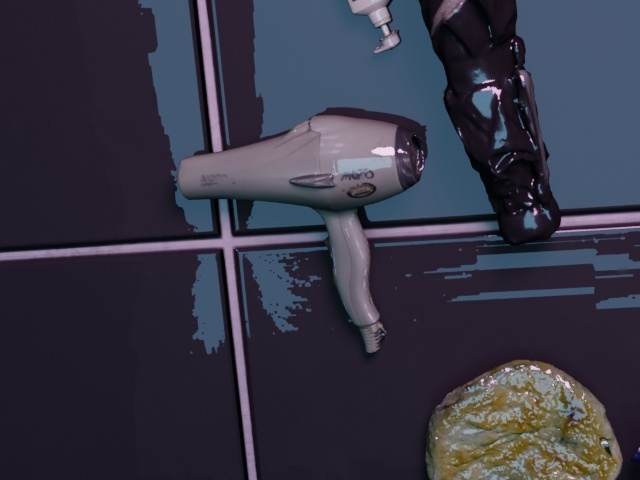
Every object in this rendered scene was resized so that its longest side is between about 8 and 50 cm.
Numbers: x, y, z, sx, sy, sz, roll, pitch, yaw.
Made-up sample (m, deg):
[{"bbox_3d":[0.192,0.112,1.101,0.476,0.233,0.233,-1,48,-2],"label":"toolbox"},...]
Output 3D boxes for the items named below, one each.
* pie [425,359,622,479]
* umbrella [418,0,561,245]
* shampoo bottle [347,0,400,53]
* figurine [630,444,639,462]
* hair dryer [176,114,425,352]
[{"bbox_3d":[0.188,0.202,0.967,0.187,0.041,0.186,2,101,8],"label":"pie"},{"bbox_3d":[0.145,-0.166,0.867,0.106,0.113,0.357,-9,107,37],"label":"umbrella"},{"bbox_3d":[0.036,-0.234,0.903,0.049,0.034,0.141,-25,99,6],"label":"shampoo bottle"},{"bbox_3d":[0.371,0.217,0.880,0.195,0.102,0.111,-18,117,33],"label":"figurine"},{"bbox_3d":[-0.027,-0.020,0.946,0.219,0.088,0.224,16,118,11],"label":"hair dryer"}]
